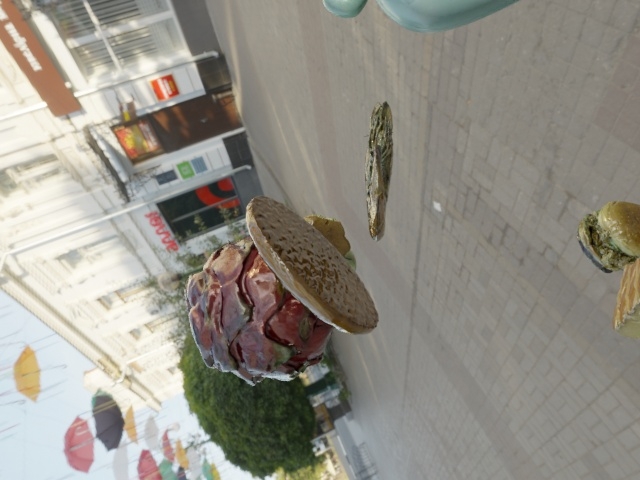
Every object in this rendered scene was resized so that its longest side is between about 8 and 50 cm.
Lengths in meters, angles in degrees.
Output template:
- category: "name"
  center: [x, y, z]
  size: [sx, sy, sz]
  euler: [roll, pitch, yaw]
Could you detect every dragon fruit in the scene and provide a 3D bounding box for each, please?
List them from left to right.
- category: "dragon fruit"
  center: [-0.113, 0.136, 0.845]
  size: [0.329, 0.329, 0.330]
  euler: [158, 90, -80]

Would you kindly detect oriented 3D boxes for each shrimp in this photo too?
- category: "shrimp"
  center: [0.106, -0.147, 0.745]
  size: [0.169, 0.058, 0.296]
  euler: [70, -158, -74]

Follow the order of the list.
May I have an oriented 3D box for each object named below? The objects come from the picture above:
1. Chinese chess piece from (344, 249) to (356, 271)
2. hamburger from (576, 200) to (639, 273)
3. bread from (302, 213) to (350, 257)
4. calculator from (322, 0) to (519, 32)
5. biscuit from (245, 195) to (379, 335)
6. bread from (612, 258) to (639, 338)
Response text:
- category: "Chinese chess piece"
  center: [0.033, 0.073, 1.184]
  size: [0.144, 0.144, 0.059]
  euler: [79, 180, -47]
- category: "hamburger"
  center: [0.698, -0.009, 0.971]
  size: [0.159, 0.185, 0.131]
  euler: [41, 152, 0]
- category: "bread"
  center: [0.000, 0.000, 1.020]
  size: [0.140, 0.128, 0.069]
  euler: [58, 161, -19]
- category: "calculator"
  center: [0.125, -0.287, 0.361]
  size: [0.042, 0.295, 0.184]
  euler: [38, -151, -82]
- category: "biscuit"
  center: [-0.012, 0.035, 0.602]
  size: [0.262, 0.037, 0.262]
  euler: [42, -167, -12]
- category: "bread"
  center: [1.113, 0.117, 1.260]
  size: [0.279, 0.390, 0.371]
  euler: [17, 156, 26]
